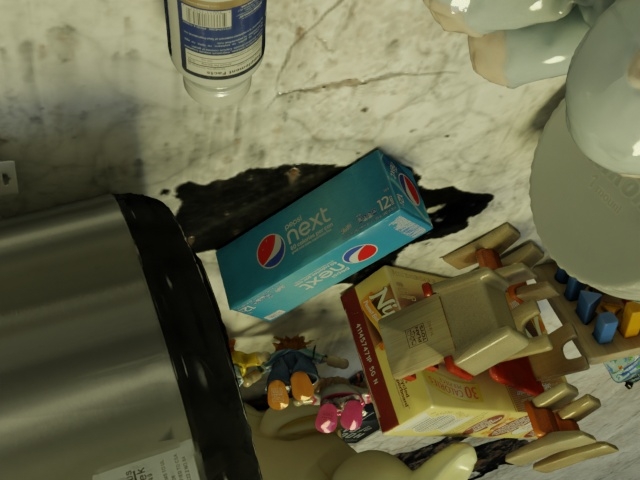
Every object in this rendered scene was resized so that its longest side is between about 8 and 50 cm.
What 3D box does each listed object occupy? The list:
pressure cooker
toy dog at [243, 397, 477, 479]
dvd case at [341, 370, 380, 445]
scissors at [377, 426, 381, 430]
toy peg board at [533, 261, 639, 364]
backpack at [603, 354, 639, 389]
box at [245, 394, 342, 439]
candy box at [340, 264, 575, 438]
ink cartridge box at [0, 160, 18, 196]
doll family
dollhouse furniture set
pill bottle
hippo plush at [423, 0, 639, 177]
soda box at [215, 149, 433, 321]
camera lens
[{"bbox_3d":[-0.283,0.169,0.710,0.420,0.370,0.375,-16,159,-16],"label":"pressure cooker"},{"bbox_3d":[-0.069,0.352,1.172,0.395,0.408,0.284,-32,133,-41],"label":"toy dog"},{"bbox_3d":[0.059,0.278,1.475,0.179,0.029,0.239,10,141,-39],"label":"dvd case"},{"bbox_3d":[0.130,0.300,1.480,0.109,0.021,0.297,-35,165,27],"label":"scissors"},{"bbox_3d":[0.374,0.055,1.130,0.161,0.161,0.079,-10,134,-12],"label":"toy peg board"},{"bbox_3d":[0.486,0.158,1.414,0.084,0.105,0.114,15,134,-46],"label":"backpack"},{"bbox_3d":[-0.052,0.293,1.406,0.164,0.021,0.201,-9,145,1],"label":"box"},{"bbox_3d":[0.183,0.148,1.146,0.316,0.183,0.087,13,141,-43],"label":"candy box"},{"bbox_3d":[-0.276,-0.054,0.695,0.083,0.028,0.048,-7,151,-18],"label":"ink cartridge box"},{"bbox_3d":[-0.063,0.159,1.082,0.263,0.118,0.163,-6,-173,-2],"label":"doll family"},{"bbox_3d":[0.192,0.120,1.022,0.135,0.262,0.259,-28,148,25],"label":"dollhouse furniture set"},{"bbox_3d":[-0.069,-0.145,0.605,0.067,0.067,0.120,-11,151,-12],"label":"pill bottle"},{"bbox_3d":[0.234,-0.134,0.610,0.294,0.236,0.234,-12,151,-9],"label":"hippo plush"},{"bbox_3d":[0.000,0.000,0.898,0.210,0.071,0.067,-31,150,24],"label":"soda box"},{"bbox_3d":[0.364,-0.045,0.860,0.274,0.219,0.219,5,145,-35],"label":"camera lens"}]
